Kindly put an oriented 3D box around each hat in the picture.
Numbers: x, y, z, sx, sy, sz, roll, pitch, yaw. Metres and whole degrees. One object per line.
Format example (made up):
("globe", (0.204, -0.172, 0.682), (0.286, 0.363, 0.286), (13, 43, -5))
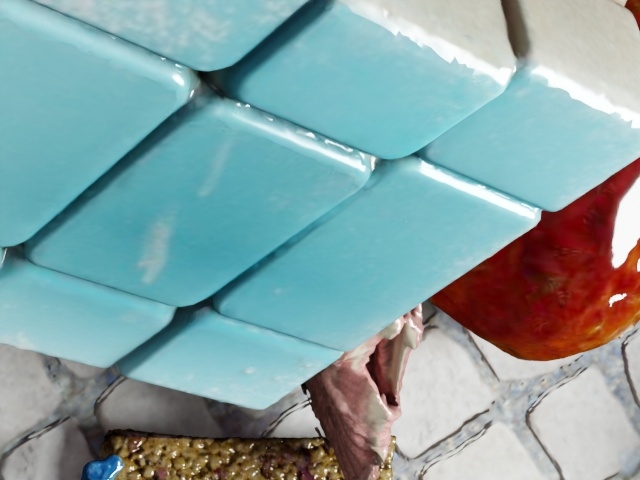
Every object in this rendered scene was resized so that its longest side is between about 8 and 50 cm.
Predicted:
("hat", (0.000, 0.000, 0.988), (0.107, 0.237, 0.286), (-10, 47, -21))

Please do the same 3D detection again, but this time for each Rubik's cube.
("Rubik's cube", (-0.071, -0.141, 0.765), (0.316, 0.322, 0.319), (21, 48, -38))

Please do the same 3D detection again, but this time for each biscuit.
("biscuit", (-0.048, 0.160, 1.028), (0.199, 0.034, 0.064), (2, 78, -6))

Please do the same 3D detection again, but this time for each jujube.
("jujube", (0.168, -0.047, 1.011), (0.190, 0.190, 0.255), (39, 96, 2))

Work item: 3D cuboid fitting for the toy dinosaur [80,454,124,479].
("toy dinosaur", (-0.217, 0.289, 0.957), (0.329, 0.076, 0.144), (-39, 86, -9))
